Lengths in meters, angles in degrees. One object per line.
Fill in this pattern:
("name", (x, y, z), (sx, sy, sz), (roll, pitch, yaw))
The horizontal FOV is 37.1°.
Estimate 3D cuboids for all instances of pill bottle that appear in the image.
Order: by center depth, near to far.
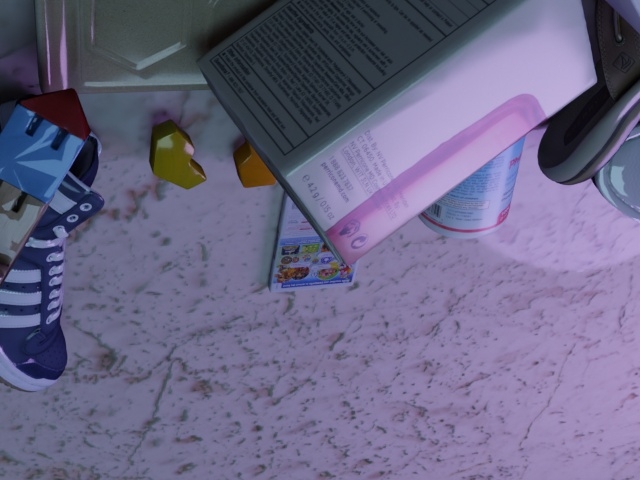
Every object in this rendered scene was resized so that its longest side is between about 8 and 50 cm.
("pill bottle", (0.131, -0.085, 0.824), (0.087, 0.087, 0.160), (-10, 135, -13))

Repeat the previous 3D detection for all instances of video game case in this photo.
("video game case", (0.000, 0.000, 0.907), (0.087, 0.011, 0.122), (-4, 132, -19))

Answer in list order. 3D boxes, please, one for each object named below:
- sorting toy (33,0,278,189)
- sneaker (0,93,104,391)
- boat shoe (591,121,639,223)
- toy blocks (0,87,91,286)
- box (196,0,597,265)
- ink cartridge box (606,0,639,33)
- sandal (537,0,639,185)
("sorting toy", (-0.093, -0.165, 0.701), (0.229, 0.041, 0.307), (-8, 134, -21))
("sneaker", (-0.224, 0.008, 0.765), (0.153, 0.099, 0.282), (-19, 132, -1))
("boat shoe", (0.372, -0.066, 0.933), (0.303, 0.091, 0.114), (9, 108, -25))
("toy blocks", (-0.326, -0.042, 0.583), (0.381, 0.191, 0.260), (30, 96, -14))
("box", (0.055, -0.121, 0.685), (0.232, 0.148, 0.127), (-36, 142, -1))
("ink cartridge box", (0.243, -0.300, 0.587), (0.270, 0.197, 0.198), (-37, 134, 14))
("sandal", (0.252, -0.169, 0.779), (0.086, 0.120, 0.302), (26, 127, -6))
